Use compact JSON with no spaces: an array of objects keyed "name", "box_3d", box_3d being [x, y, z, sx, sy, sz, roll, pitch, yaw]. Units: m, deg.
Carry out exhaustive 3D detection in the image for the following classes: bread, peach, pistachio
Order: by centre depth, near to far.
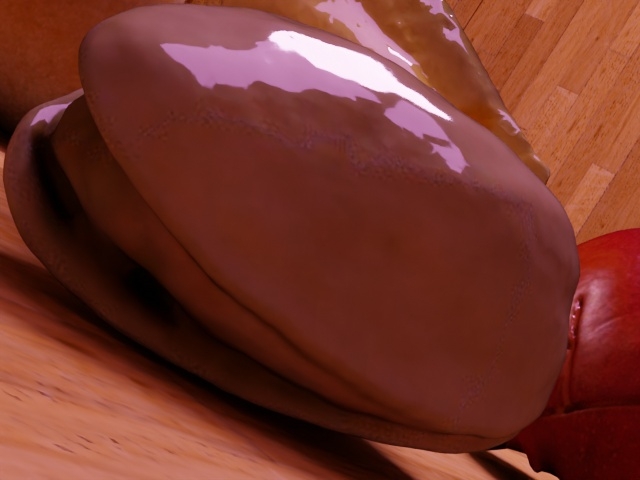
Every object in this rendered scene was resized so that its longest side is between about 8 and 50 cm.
[{"name":"pistachio","box_3d":[0.000,0.000,0.436,0.226,0.136,0.136,27,4,-36]},{"name":"bread","box_3d":[0.005,-0.056,0.612,0.178,0.135,0.240,32,-29,-12]},{"name":"peach","box_3d":[0.183,0.108,0.702,0.196,0.226,0.190,0,-40,5]}]

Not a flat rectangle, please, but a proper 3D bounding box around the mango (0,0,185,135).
[{"name":"mango","box_3d":[-0.197,-0.172,0.818,0.384,0.199,0.221,20,10,-9]}]
